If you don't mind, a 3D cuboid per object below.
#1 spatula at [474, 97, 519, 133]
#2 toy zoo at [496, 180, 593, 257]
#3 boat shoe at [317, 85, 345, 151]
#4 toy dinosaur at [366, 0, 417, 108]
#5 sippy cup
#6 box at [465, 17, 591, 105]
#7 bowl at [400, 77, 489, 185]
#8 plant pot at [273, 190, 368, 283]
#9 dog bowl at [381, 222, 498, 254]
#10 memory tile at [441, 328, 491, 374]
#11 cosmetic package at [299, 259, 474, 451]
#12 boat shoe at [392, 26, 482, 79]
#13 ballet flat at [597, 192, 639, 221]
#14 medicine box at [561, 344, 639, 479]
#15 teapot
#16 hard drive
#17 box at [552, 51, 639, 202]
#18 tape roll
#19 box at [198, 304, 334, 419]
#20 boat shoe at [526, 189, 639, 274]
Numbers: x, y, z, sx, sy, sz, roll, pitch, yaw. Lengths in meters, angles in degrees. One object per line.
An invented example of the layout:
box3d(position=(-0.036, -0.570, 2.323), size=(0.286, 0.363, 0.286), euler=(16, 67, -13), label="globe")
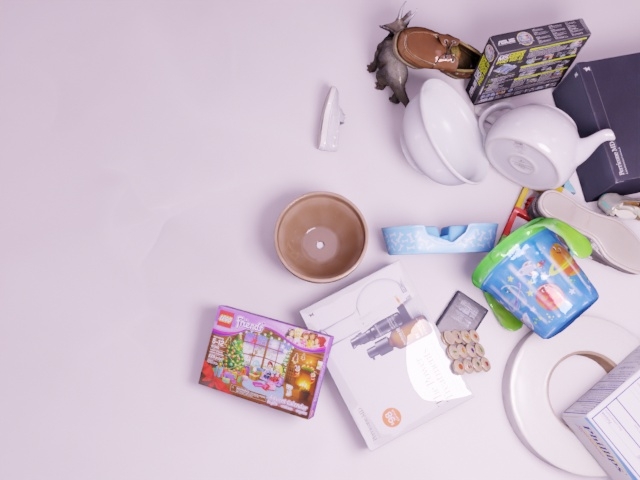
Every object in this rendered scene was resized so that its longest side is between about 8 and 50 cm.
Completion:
box3d(position=(0.535, -0.319, 1.759), size=(0.242, 0.019, 0.168), euler=(29, 77, 6), label="spatula")
box3d(position=(0.601, -0.037, 1.687), size=(0.192, 0.030, 0.293), euler=(26, 77, 5), label="toy zoo")
box3d(position=(0.036, -0.331, 1.729), size=(0.063, 0.066, 0.184), euler=(11, 74, -13), label="boat shoe")
box3d(position=(0.192, -0.469, 1.714), size=(0.121, 0.160, 0.313), euler=(2, 76, -1), label="toy dinosaur")
box3d(position=(0.519, 0.103, 1.495), size=(0.240, 0.305, 0.224), euler=(-38, 67, 2), label="sippy cup")
box3d(position=(0.546, -0.472, 1.680), size=(0.270, 0.216, 0.060), euler=(-15, 67, -11), label="box")
box3d(position=(0.303, -0.260, 1.649), size=(0.134, 0.298, 0.297), euler=(-25, 74, 38), label="bowl")
box3d(position=(0.000, 0.000, 1.622), size=(0.237, 0.110, 0.237), euler=(1, 77, -2), label="plant pot")
box3d(position=(0.304, -0.002, 1.610), size=(0.297, 0.166, 0.074), euler=(-1, 88, -2), label="dog bowl")
box3d(position=(0.357, 0.270, 1.540), size=(0.148, 0.012, 0.113), euler=(5, 59, -42), label="memory tile")
box3d(position=(0.158, 0.279, 1.558), size=(0.284, 0.097, 0.377), euler=(-28, 79, -1), label="cosmetic package")
box3d(position=(0.327, -0.502, 1.668), size=(0.307, 0.104, 0.110), euler=(0, 99, -39), label="boat shoe")
box3d(position=(0.818, -0.077, 1.652), size=(0.213, 0.072, 0.068), euler=(6, 39, -24), label="ballet flat")
box3d(position=(0.766, 0.419, 1.448), size=(0.289, 0.149, 0.263), euler=(-36, 81, -9), label="medicine box")
box3d(position=(0.557, -0.264, 1.619), size=(0.256, 0.252, 0.187), euler=(37, 75, -8), label="teapot")
box3d(position=(0.357, 0.210, 1.625), size=(0.094, 0.022, 0.135), euler=(35, 78, 7), label="hard drive")
box3d(position=(0.840, -0.310, 1.683), size=(0.313, 0.179, 0.343), euler=(-10, 77, -5), label="box")
box3d(position=(0.653, 0.381, 1.568), size=(0.392, 0.072, 0.392), euler=(0, 76, -1), label="tape roll")
box3d(position=(-0.133, 0.290, 1.525), size=(0.293, 0.057, 0.200), euler=(13, 87, 15), label="box")
box3d(position=(0.690, -0.019, 1.633), size=(0.335, 0.095, 0.112), euler=(32, 75, -1), label="boat shoe")
